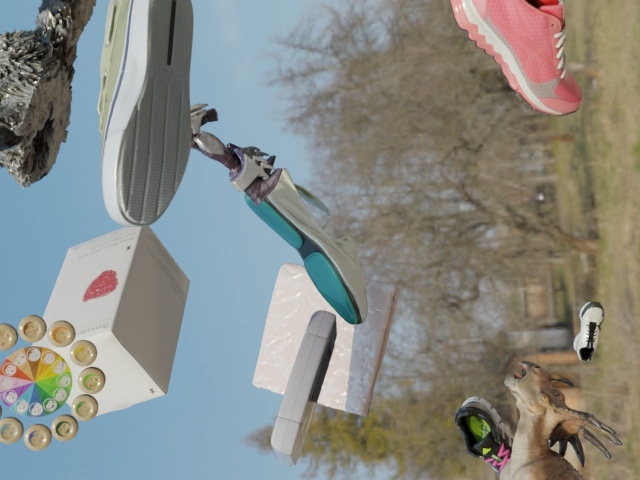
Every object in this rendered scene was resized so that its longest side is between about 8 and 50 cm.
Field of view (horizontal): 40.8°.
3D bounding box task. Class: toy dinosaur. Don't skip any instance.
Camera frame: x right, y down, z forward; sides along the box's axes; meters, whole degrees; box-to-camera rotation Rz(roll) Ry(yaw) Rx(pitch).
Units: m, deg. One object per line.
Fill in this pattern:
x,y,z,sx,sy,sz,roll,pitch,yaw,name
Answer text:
0.292,0.314,1.050,0.200,0.127,0.296,-27,-75,-33,toy dinosaur

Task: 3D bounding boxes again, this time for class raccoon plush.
-0.556,-0.276,1.390,0.216,0.299,0.447,103,-177,-65,raccoon plush

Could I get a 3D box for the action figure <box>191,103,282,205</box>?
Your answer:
-0.203,-0.172,1.451,0.099,0.285,0.185,-59,23,-2,action figure

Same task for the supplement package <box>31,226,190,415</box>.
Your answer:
-0.368,0.138,1.541,0.293,0.177,0.175,-89,-26,-51,supplement package

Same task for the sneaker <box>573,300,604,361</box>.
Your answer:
0.437,0.148,1.386,0.044,0.040,0.109,-77,-11,-59,sneaker

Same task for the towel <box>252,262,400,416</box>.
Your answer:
0.010,0.230,2.049,0.053,0.331,0.317,21,-100,-57,towel

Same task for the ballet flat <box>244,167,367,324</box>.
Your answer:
0.000,0.000,1.897,0.400,0.139,0.139,50,-161,-2,ballet flat

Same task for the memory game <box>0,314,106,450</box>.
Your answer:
-0.383,0.190,1.154,0.012,0.186,0.186,-140,44,-80,memory game

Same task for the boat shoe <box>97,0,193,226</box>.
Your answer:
-0.218,-0.166,1.039,0.109,0.094,0.303,15,-100,-49,boat shoe

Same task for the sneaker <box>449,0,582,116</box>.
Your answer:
0.342,-0.314,1.353,0.313,0.136,0.116,38,-135,-29,sneaker

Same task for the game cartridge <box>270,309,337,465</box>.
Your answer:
-0.031,0.299,1.751,0.198,0.062,0.297,77,-150,-65,game cartridge

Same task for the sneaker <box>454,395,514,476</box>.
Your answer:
0.246,0.295,1.205,0.074,0.063,0.170,4,-136,-56,sneaker
